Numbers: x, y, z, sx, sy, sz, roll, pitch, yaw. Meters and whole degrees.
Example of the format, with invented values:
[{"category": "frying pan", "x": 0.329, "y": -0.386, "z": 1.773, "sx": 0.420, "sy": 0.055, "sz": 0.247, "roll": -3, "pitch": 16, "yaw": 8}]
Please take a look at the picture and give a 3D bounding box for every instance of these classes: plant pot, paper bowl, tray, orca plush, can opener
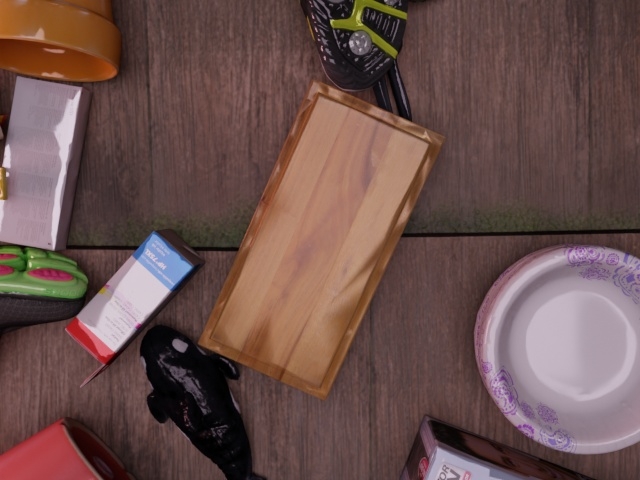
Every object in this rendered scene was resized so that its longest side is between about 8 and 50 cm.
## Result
[{"category": "plant pot", "x": -0.383, "y": 0.395, "z": 1.276, "sx": 0.243, "sy": 0.275, "sz": 0.275, "roll": -42, "pitch": 91, "yaw": -7}, {"category": "paper bowl", "x": 0.359, "y": 0.145, "z": 1.299, "sx": 0.284, "sy": 0.148, "sz": 0.284, "roll": 0, "pitch": 92, "yaw": 0}, {"category": "tray", "x": 0.000, "y": 0.000, "z": 1.322, "sx": 0.203, "sy": 0.076, "sz": 0.410, "roll": 24, "pitch": 96, "yaw": 0}, {"category": "plant pot", "x": -0.371, "y": -0.338, "z": 1.276, "sx": 0.205, "sy": 0.205, "sz": 0.187, "roll": 6, "pitch": 85, "yaw": 1}, {"category": "orca plush", "x": -0.184, "y": 0.263, "z": 1.324, "sx": 0.151, "sy": 0.102, "sz": 0.287, "roll": -12, "pitch": 100, "yaw": 12}, {"category": "can opener", "x": 0.093, "y": -0.246, "z": 1.338, "sx": 0.059, "sy": 0.073, "sz": 0.186, "roll": -9, "pitch": 102, "yaw": -1}]

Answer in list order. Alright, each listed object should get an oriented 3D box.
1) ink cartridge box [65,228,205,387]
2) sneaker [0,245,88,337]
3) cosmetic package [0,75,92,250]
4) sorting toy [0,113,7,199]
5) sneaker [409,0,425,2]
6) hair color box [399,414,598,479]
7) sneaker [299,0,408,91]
[{"category": "ink cartridge box", "x": -0.274, "y": 0.093, "z": 1.315, "sx": 0.078, "sy": 0.134, "sz": 0.231, "roll": 43, "pitch": 91, "yaw": -1}, {"category": "sneaker", "x": -0.544, "y": 0.142, "z": 1.321, "sx": 0.483, "sy": 0.185, "sz": 0.202, "roll": -18, "pitch": 105, "yaw": 8}, {"category": "cosmetic package", "x": -0.405, "y": -0.111, "z": 1.348, "sx": 0.099, "sy": 0.060, "sz": 0.239, "roll": 11, "pitch": 92, "yaw": 4}, {"category": "sorting toy", "x": -0.507, "y": -0.177, "z": 1.330, "sx": 0.132, "sy": 0.046, "sz": 0.274, "roll": -21, "pitch": 88, "yaw": 30}, {"category": "sneaker", "x": 0.214, "y": -0.476, "z": 1.284, "sx": 0.343, "sy": 0.146, "sz": 0.134, "roll": -45, "pitch": 91, "yaw": 3}, {"category": "hair color box", "x": 0.307, "y": 0.378, "z": 1.287, "sx": 0.375, "sy": 0.185, "sz": 0.113, "roll": 20, "pitch": 92, "yaw": 0}, {"category": "sneaker", "x": 0.019, "y": -0.392, "z": 1.288, "sx": 0.145, "sy": 0.147, "sz": 0.384, "roll": -11, "pitch": 88, "yaw": -14}]
